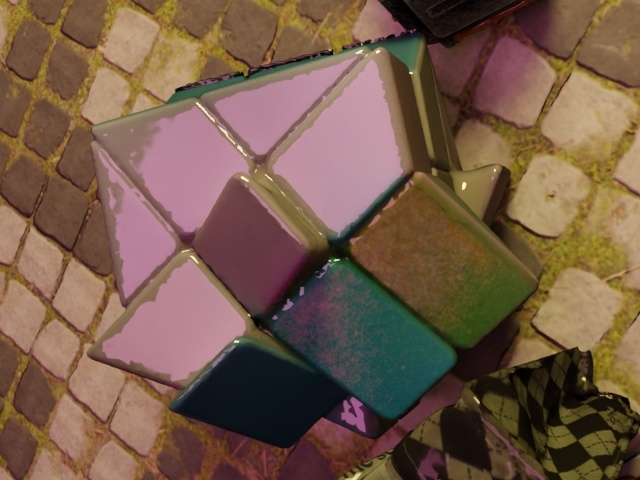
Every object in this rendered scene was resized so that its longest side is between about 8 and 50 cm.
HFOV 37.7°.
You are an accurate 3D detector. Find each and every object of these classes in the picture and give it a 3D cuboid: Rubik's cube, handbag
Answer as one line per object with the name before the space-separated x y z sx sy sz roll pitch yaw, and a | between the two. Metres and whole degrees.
Rubik's cube | 0.000 0.000 0.870 0.387 0.358 0.367 -11 88 19
handbag | 0.091 0.266 0.841 0.180 0.317 0.416 49 117 14

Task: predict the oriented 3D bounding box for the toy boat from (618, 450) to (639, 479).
toy boat | 0.270 0.304 0.852 0.129 0.088 0.295 30 106 27

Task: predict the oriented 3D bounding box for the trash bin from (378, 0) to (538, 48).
trash bin | 0.112 -0.325 0.909 0.161 0.184 0.238 -25 64 22
